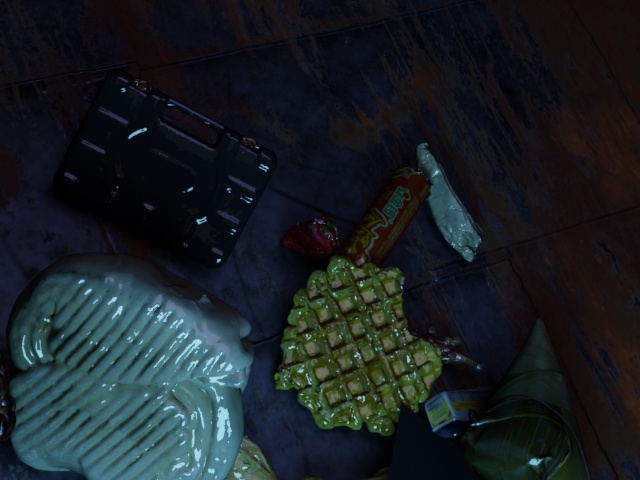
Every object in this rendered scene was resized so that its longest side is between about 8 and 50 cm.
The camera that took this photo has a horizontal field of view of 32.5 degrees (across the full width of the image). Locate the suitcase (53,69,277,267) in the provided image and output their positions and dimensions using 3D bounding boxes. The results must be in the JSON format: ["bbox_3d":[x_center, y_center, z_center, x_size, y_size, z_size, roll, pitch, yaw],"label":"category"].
[{"bbox_3d":[-0.229,-0.105,1.636,0.286,0.066,0.206,27,92,-11],"label":"suitcase"}]

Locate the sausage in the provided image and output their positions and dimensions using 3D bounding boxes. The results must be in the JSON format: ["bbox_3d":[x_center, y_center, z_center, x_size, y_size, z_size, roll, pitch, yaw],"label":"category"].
[{"bbox_3d":[0.097,-0.015,1.799,0.083,0.083,0.264,38,55,-4],"label":"sausage"}]

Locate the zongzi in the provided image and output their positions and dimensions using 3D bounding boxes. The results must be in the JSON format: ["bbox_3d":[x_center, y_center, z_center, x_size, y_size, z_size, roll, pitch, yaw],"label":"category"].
[{"bbox_3d":[0.352,0.319,1.678,0.317,0.154,0.289,-58,134,-45],"label":"zongzi"}]

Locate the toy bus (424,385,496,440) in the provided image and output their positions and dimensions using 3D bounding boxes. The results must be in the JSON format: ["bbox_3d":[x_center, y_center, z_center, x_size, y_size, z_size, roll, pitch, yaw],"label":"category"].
[{"bbox_3d":[0.236,0.266,1.702,0.172,0.057,0.072,4,57,-47],"label":"toy bus"}]

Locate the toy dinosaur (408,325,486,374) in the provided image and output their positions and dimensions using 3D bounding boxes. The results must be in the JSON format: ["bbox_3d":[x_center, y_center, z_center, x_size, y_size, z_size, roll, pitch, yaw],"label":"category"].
[{"bbox_3d":[0.195,0.177,1.756,0.154,0.055,0.049,24,53,-3],"label":"toy dinosaur"}]

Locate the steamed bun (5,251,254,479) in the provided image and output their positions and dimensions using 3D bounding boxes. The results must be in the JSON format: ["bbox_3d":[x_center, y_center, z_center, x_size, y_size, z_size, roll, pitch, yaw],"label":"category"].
[{"bbox_3d":[-0.238,0.160,1.432,0.324,0.309,0.219,15,17,3],"label":"steamed bun"}]

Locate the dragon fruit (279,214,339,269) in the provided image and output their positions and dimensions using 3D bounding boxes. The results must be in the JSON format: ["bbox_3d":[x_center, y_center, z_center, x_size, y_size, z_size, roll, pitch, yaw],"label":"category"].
[{"bbox_3d":[0.001,0.004,1.712,0.097,0.131,0.063,-11,75,-23],"label":"dragon fruit"}]

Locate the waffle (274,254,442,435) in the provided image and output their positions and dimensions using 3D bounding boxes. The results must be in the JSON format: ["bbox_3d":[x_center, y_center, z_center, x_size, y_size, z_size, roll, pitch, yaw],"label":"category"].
[{"bbox_3d":[0.066,0.164,1.675,0.291,0.051,0.291,5,74,-19],"label":"waffle"}]

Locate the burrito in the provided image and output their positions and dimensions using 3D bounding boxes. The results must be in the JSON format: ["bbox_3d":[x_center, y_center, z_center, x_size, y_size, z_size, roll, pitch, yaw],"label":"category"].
[{"bbox_3d":[0.216,-0.068,1.894,0.058,0.063,0.229,2,58,-57],"label":"burrito"}]

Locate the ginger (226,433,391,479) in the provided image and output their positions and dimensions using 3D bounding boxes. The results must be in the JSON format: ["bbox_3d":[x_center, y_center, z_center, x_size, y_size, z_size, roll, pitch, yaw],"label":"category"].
[{"bbox_3d":[-0.031,0.423,1.478,0.348,0.122,0.363,8,51,-13],"label":"ginger"}]

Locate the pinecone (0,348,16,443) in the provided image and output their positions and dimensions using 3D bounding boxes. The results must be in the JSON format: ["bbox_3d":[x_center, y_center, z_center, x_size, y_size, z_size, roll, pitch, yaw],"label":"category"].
[{"bbox_3d":[-0.482,0.202,1.266,0.242,0.296,0.298,24,89,7],"label":"pinecone"}]

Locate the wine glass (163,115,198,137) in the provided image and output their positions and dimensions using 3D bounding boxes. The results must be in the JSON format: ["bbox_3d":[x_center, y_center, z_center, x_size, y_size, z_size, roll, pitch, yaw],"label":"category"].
[{"bbox_3d":[-0.194,-0.130,1.713,0.195,0.079,0.079,29,55,-10],"label":"wine glass"}]

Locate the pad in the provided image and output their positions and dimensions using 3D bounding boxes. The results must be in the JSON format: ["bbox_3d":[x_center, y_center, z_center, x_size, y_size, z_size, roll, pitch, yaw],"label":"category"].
[{"bbox_3d":[0.194,0.370,1.624,0.245,0.006,0.170,39,38,-22],"label":"pad"}]
